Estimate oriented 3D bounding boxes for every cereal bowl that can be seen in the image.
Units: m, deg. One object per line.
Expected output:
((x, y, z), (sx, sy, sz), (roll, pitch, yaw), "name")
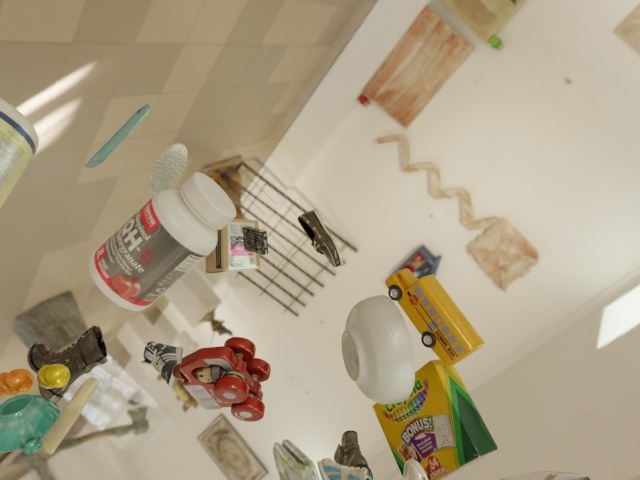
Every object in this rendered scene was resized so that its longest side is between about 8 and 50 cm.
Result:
((0.156, 0.345, 1.662), (0.141, 0.339, 0.339), (-6, 158, -17), "cereal bowl")

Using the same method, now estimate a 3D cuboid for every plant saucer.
((-0.446, -0.231, 1.184), (0.067, 0.018, 0.192), (-10, -139, 47), "plant saucer")

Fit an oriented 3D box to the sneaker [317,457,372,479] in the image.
((0.061, 0.534, 1.158), (0.092, 0.087, 0.228), (-21, -171, -19), "sneaker")

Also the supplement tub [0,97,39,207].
((-0.787, -0.147, 1.136), (0.235, 0.235, 0.325), (118, -11, -64), "supplement tub")

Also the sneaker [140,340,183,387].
((-0.631, 0.486, 2.110), (0.282, 0.153, 0.099), (-137, -113, -73), "sneaker")

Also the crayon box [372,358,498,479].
((0.360, 0.614, 1.768), (0.106, 0.313, 0.363), (-1, 143, -37), "crayon box")

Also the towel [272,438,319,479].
((-0.067, 0.926, 1.954), (0.090, 0.321, 0.374), (-18, -179, -21), "towel")

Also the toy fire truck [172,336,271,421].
((-0.303, 0.421, 1.600), (0.254, 0.169, 0.302), (-9, 135, 15), "toy fire truck")

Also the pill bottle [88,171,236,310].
((-0.346, -0.002, 1.196), (0.318, 0.176, 0.176), (-40, 171, 12), "pill bottle")

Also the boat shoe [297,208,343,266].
((0.000, 0.000, 1.688), (0.068, 0.228, 0.081), (-21, 147, -14), "boat shoe")

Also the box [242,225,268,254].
((-0.182, 0.000, 1.493), (0.018, 0.083, 0.067), (-22, 117, -45), "box")

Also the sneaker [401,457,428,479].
((0.238, 0.757, 1.479), (0.118, 0.292, 0.110), (5, 174, -12), "sneaker")

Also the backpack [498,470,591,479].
((0.212, 0.472, 0.580), (0.273, 0.356, 0.290), (-27, 159, 35), "backpack")

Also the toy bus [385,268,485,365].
((0.349, 0.224, 1.664), (0.108, 0.333, 0.130), (-8, 147, -50), "toy bus")

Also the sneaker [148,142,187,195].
((-0.505, -0.249, 1.763), (0.235, 0.090, 0.095), (-44, -147, 38), "sneaker")

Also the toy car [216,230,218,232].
((-0.394, -0.003, 1.768), (0.122, 0.040, 0.060), (-23, 172, 24), "toy car")

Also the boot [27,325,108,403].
((-0.761, 0.345, 1.631), (0.229, 0.263, 0.091), (-44, 143, -3), "boot")

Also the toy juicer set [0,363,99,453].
((-0.560, 0.337, 1.061), (0.329, 0.089, 0.209), (1, -156, 25), "toy juicer set")

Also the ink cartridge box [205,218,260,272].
((-0.320, 0.018, 1.960), (0.088, 0.193, 0.234), (-4, 179, 26), "ink cartridge box")

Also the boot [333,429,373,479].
((0.070, 0.668, 1.487), (0.161, 0.083, 0.246), (-117, -134, -65), "boot")
